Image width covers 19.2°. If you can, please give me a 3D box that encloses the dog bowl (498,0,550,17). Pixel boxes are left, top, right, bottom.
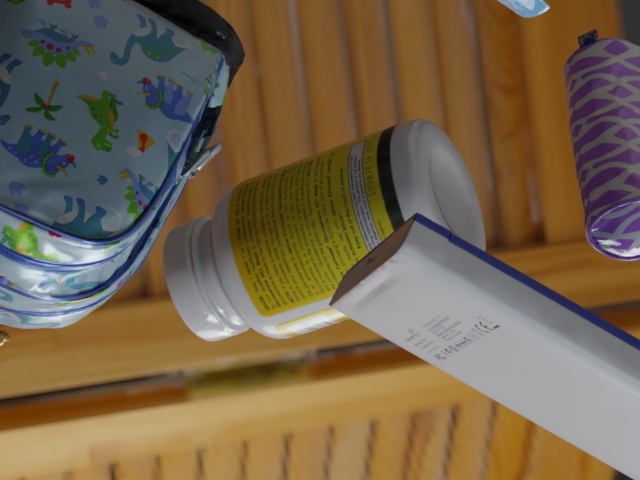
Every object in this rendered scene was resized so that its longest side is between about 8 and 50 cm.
[{"bbox_3d":[0.288,-0.389,2.327,0.297,0.074,0.166,-27,-124,53],"label":"dog bowl"}]

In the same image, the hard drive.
[{"bbox_3d":[0.177,0.095,1.505,0.040,0.319,0.210,-62,-174,-19],"label":"hard drive"}]

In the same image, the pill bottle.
[{"bbox_3d":[0.000,0.000,2.119,0.188,0.334,0.188,48,32,-44],"label":"pill bottle"}]

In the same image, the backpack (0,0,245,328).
[{"bbox_3d":[-0.240,-0.097,1.729,0.355,0.290,0.273,-64,-164,-14],"label":"backpack"}]

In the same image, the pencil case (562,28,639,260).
[{"bbox_3d":[0.260,-0.082,1.622,0.086,0.088,0.206,47,32,-45],"label":"pencil case"}]

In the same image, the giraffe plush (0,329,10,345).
[{"bbox_3d":[-0.451,0.186,2.175,0.210,0.181,0.170,33,50,-67],"label":"giraffe plush"}]
